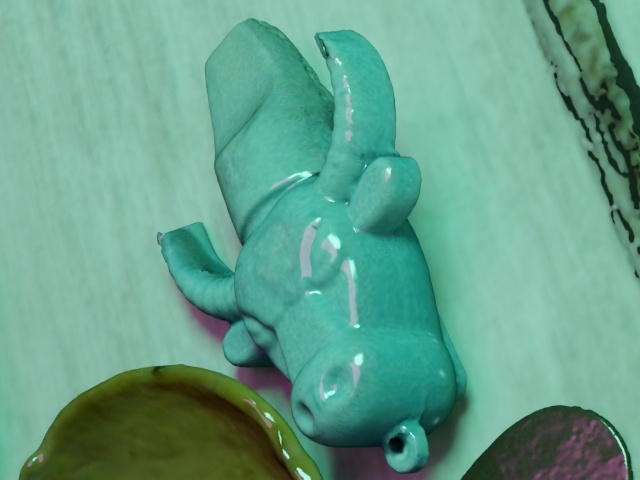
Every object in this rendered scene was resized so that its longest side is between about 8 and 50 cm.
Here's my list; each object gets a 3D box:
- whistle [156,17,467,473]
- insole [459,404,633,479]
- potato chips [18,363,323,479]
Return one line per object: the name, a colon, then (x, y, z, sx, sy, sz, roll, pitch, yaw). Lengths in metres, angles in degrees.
whistle: (0.000, 0.000, 0.984, 0.186, 0.093, 0.274, -50, 51, 38)
insole: (0.040, 0.217, 0.944, 0.111, 0.007, 0.328, 40, 96, 30)
potato chips: (-0.074, 0.162, 0.985, 0.208, 0.062, 0.195, -50, 62, 21)
